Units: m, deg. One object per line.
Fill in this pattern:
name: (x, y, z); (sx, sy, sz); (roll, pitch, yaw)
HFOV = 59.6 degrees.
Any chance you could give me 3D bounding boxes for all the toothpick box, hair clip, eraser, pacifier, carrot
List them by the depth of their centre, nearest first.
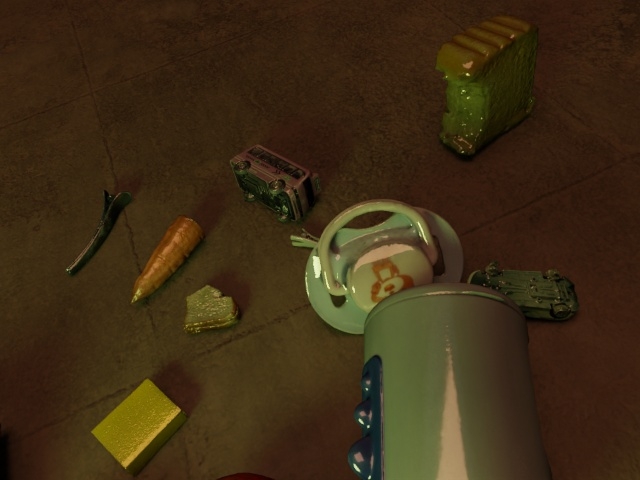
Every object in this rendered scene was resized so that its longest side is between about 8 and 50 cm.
toothpick box: (0.160, 0.256, 0.731); (0.263, 0.263, 0.354); (-4, 52, 10)
eraser: (-0.296, 0.305, 0.921); (0.097, 0.045, 0.122); (29, 61, 30)
pacifier: (0.104, 0.032, 0.997); (0.279, 0.227, 0.207); (-16, 10, -1)
hair clip: (0.000, -0.001, 1.115); (0.115, 0.030, 0.039); (13, 54, 21)
carrot: (-0.320, 0.045, 1.128); (0.072, 0.072, 0.205); (22, 63, 27)
hair clip: (-0.495, -0.021, 1.237); (0.070, 0.039, 0.229); (5, 54, 15)

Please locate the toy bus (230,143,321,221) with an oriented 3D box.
toy bus: (-0.097, -0.126, 1.199); (0.199, 0.096, 0.108); (31, 59, 35)

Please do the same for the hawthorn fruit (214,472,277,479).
hawthorn fruit: (-0.114, 0.396, 0.729); (0.200, 0.179, 0.179); (0, 50, 29)

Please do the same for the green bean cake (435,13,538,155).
green bean cake: (0.338, -0.327, 1.176); (0.233, 0.236, 0.124); (-35, 50, -19)

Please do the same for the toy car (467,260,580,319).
toy car: (0.338, 0.091, 0.947); (0.186, 0.058, 0.093); (4, 51, 1)

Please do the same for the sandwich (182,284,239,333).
sandwich: (-0.202, 0.127, 1.051); (0.105, 0.035, 0.093); (-7, 49, 6)
